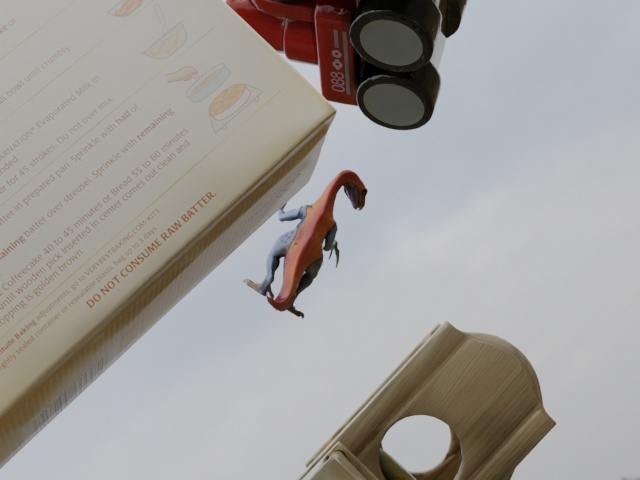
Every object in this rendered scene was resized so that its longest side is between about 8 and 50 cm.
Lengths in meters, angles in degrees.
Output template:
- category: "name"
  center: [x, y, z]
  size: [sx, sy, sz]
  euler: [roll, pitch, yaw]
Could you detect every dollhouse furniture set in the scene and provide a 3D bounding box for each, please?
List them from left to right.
- category: "dollhouse furniture set"
  center: [0.081, 0.115, 0.535]
  size: [0.101, 0.161, 0.182]
  euler: [-47, -4, -1]

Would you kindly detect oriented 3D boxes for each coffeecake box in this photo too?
- category: "coffeecake box"
  center: [-0.113, -0.048, 0.422]
  size: [0.142, 0.185, 0.068]
  euler: [-44, -6, -18]

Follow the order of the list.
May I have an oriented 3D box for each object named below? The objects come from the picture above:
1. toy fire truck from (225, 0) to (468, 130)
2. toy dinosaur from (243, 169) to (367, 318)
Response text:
- category: "toy fire truck"
  center: [-0.025, -0.211, 0.926]
  size: [0.217, 0.246, 0.158]
  euler: [83, -158, -55]
- category: "toy dinosaur"
  center: [0.000, 0.000, 0.723]
  size: [0.082, 0.047, 0.090]
  euler: [-56, 20, 1]
